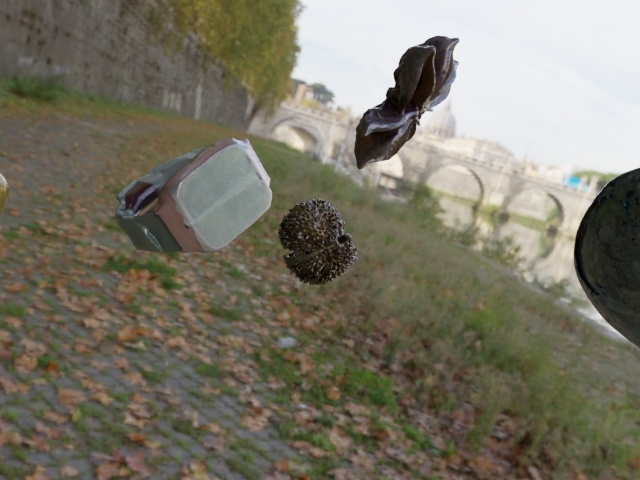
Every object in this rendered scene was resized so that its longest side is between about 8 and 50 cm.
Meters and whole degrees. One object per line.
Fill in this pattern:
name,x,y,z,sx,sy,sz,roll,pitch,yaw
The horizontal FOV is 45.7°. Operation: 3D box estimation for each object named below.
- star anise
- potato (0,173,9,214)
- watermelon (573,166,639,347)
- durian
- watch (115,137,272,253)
star anise,0.119,-0.192,1.043,0.073,0.212,0.197,40,18,10
potato,-0.352,-0.040,0.789,0.045,0.092,0.046,40,27,8
watermelon,0.379,0.046,0.776,0.188,0.322,0.175,-4,48,-3
durian,0.000,0.000,1.652,0.196,0.196,0.167,21,48,33
watch,-0.242,-0.077,1.379,0.241,0.253,0.162,12,-44,53
